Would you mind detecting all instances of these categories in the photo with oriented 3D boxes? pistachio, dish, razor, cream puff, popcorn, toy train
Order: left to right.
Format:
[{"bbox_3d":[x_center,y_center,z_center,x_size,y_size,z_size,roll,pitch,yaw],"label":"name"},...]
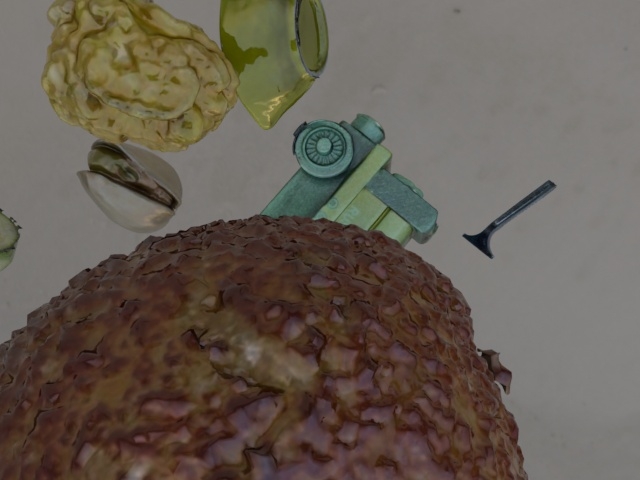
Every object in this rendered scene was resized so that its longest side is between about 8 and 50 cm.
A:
[{"bbox_3d":[-0.186,-0.161,1.007,0.194,0.140,0.163,44,93,-6],"label":"popcorn"},{"bbox_3d":[-0.313,-0.090,1.717,0.144,0.144,0.215,-41,141,4],"label":"pistachio"},{"bbox_3d":[-0.058,0.128,0.557,0.350,0.350,0.229,-39,138,3],"label":"cream puff"},{"bbox_3d":[-0.039,-0.222,1.095,0.080,0.149,0.208,0,105,23],"label":"dish"},{"bbox_3d":[0.000,0.000,1.578,0.253,0.160,0.397,39,83,11],"label":"toy train"},{"bbox_3d":[0.322,-0.045,1.704,0.190,0.066,0.033,-36,151,-24],"label":"razor"}]

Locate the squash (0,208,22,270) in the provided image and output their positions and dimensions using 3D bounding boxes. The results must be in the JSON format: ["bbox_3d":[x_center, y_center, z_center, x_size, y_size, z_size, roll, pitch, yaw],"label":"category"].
[{"bbox_3d":[-0.628,0.072,1.753,0.189,0.189,0.261,13,117,-25],"label":"squash"}]
